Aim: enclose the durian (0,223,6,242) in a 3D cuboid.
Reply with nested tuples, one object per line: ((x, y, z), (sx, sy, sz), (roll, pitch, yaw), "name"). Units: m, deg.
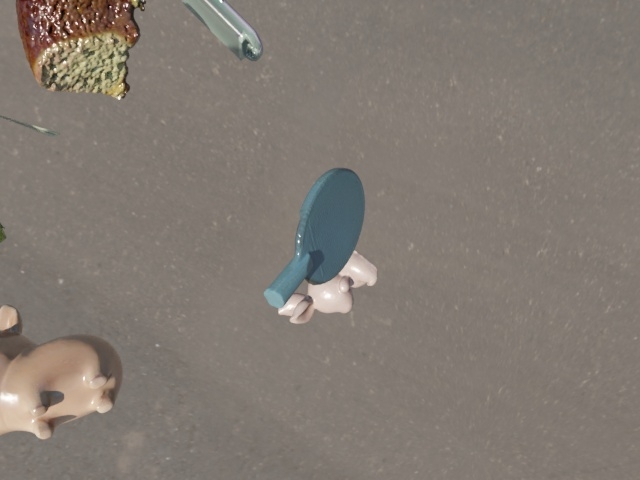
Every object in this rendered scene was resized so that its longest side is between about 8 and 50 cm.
((-0.710, -0.027, 1.123), (0.256, 0.204, 0.340), (39, 61, -19), "durian")

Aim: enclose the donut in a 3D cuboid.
((-0.286, -0.267, 0.738), (0.144, 0.126, 0.186), (51, 132, 13), "donut")

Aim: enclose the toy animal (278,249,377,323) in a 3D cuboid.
((0.018, 0.108, 1.324), (0.212, 0.124, 0.124), (-42, 68, -2), "toy animal")

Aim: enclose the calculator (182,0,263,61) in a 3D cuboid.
((-0.221, -0.482, 1.377), (0.246, 0.141, 0.045), (43, 82, -3), "calculator")

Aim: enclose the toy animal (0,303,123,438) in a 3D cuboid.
((-0.575, 0.279, 1.288), (0.269, 0.326, 0.237), (29, 123, 51), "toy animal")

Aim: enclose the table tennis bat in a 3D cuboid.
((0.000, 0.000, 0.560), (0.019, 0.100, 0.155), (13, 48, 29), "table tennis bat")

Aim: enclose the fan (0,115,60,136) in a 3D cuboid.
((-0.639, -0.237, 1.094), (0.233, 0.414, 0.012), (-6, 77, 38), "fan")
